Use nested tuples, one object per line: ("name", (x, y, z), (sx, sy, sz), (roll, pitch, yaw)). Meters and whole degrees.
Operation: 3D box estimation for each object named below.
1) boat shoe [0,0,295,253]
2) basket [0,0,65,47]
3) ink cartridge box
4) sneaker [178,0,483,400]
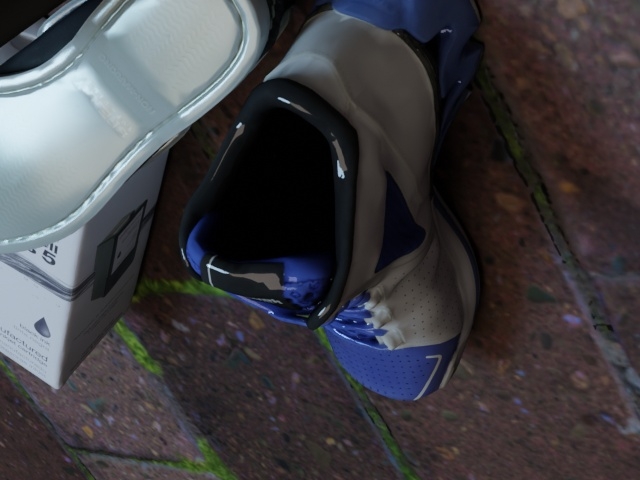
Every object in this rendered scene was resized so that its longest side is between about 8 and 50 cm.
("boat shoe", (-0.131, -0.084, 0.765), (0.302, 0.091, 0.114), (-23, 107, 33))
("basket", (-0.183, -0.179, 0.672), (0.154, 0.227, 0.204), (39, 146, 0))
("ink cartridge box", (-0.235, -0.037, 0.975), (0.198, 0.115, 0.273), (33, 144, 7))
("sneaker", (0.000, -0.001, 0.747), (0.127, 0.182, 0.316), (23, 141, 25))
